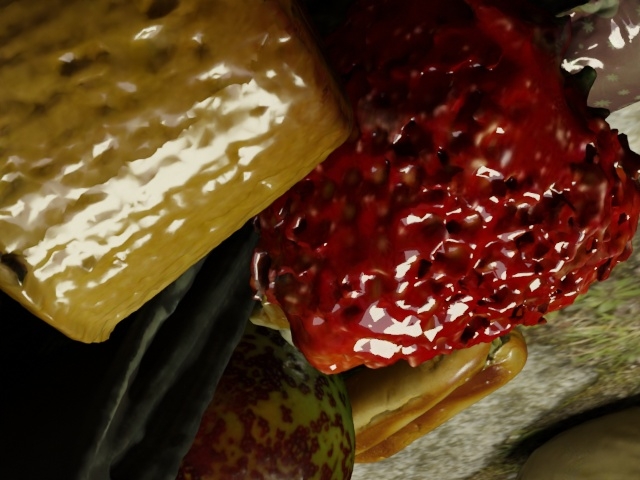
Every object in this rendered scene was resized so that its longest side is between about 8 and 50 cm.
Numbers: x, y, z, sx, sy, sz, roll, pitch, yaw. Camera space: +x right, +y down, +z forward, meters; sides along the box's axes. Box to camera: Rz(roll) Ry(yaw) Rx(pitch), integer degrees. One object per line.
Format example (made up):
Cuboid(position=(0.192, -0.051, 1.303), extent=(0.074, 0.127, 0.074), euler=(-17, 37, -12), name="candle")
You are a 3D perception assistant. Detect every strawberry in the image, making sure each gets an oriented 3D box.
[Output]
Cuboid(position=(0.054, -0.025, 0.672), extent=(0.201, 0.184, 0.187), euler=(-50, 166, -12), name="strawberry")

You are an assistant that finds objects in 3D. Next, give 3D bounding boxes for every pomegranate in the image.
Cuboid(position=(-0.094, 0.112, 0.924), extent=(0.214, 0.214, 0.248), euler=(-31, 114, 32), name="pomegranate")

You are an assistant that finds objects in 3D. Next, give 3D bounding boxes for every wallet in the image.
Cuboid(position=(-0.206, 0.103, 0.777), extent=(0.406, 0.228, 0.062), euler=(-23, 120, 36), name="wallet")

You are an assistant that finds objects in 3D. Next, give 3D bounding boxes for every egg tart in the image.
Cuboid(position=(-0.079, -0.073, 0.559), extent=(0.147, 0.202, 0.202), euler=(-26, 151, 6), name="egg tart")

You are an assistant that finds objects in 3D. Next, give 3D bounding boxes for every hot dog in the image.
Cuboid(position=(0.065, 0.118, 1.112), extent=(0.100, 0.068, 0.249), euler=(-5, 156, -37), name="hot dog")

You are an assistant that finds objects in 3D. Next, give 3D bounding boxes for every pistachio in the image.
Cuboid(position=(0.295, 0.233, 1.358), extent=(0.238, 0.137, 0.153), euler=(-26, -175, 25), name="pistachio")

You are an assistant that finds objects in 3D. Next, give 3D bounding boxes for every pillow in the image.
Cuboid(position=(0.141, -0.094, 0.765), extent=(0.185, 0.043, 0.118), euler=(-26, 151, 25), name="pillow")

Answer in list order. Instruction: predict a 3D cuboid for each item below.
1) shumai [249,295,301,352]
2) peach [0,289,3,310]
Cuboid(position=(-0.004, 0.000, 0.801), extent=(0.146, 0.116, 0.145), euler=(-9, 155, -4), name="shumai")
Cuboid(position=(-0.248, 0.025, 0.685), extent=(0.184, 0.184, 0.184), euler=(-10, 153, -5), name="peach")
